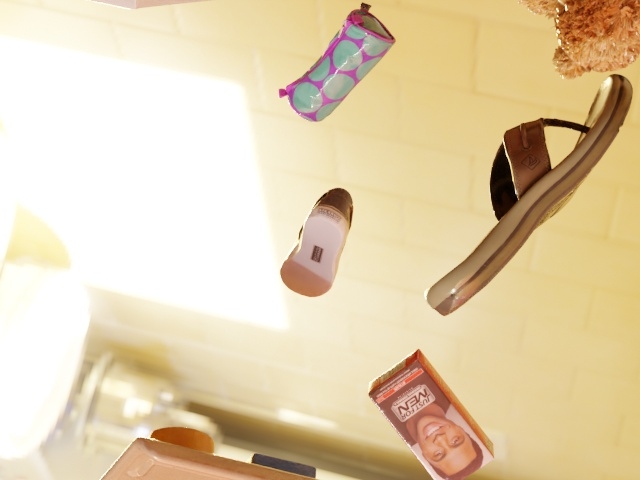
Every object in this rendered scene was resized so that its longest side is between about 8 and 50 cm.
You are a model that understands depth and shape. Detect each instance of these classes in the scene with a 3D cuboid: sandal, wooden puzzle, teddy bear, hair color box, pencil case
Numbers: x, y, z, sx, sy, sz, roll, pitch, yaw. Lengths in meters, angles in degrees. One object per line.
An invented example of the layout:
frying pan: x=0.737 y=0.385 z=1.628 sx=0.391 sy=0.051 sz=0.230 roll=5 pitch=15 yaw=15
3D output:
sandal: x=0.188 y=-0.058 z=1.353 sx=0.303 sy=0.086 sz=0.120 roll=-45 pitch=171 yaw=-22
wooden puzzle: x=-0.148 y=0.347 z=2.024 sx=0.348 sy=0.322 sz=0.080 roll=135 pitch=-34 yaw=-54
teddy bear: x=0.332 y=-0.338 z=1.671 sx=0.338 sy=0.245 sz=0.113 roll=-56 pitch=128 yaw=-24
hair color box: x=0.122 y=0.197 z=1.613 sx=0.072 sy=0.141 sz=0.043 roll=-37 pitch=-172 yaw=12
pencil case: x=0.021 y=-0.211 z=1.767 sx=0.152 sy=0.070 sz=0.064 roll=-47 pitch=-147 yaw=31

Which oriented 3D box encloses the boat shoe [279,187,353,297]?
boat shoe: x=0.000 y=0.000 z=2.069 sx=0.228 sy=0.080 sz=0.076 roll=106 pitch=10 yaw=-58

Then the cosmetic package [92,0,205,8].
cosmetic package: x=-0.155 y=-0.362 z=1.663 sx=0.385 sy=0.217 sz=0.156 roll=-22 pitch=122 yaw=-54
